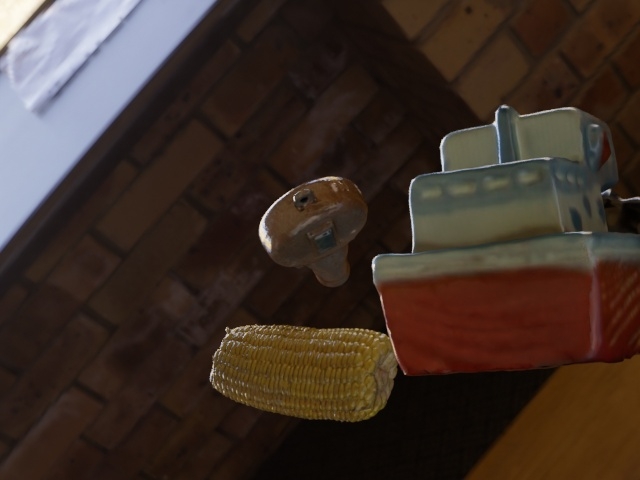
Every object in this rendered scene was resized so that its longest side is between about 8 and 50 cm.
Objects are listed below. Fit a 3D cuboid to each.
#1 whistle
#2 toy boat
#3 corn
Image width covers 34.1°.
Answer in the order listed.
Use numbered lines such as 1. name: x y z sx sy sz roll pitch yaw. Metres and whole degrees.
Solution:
1. whistle: 0.000 0.000 1.032 0.107 0.220 0.057 -28 69 -4
2. toy boat: 0.152 0.000 0.614 0.145 0.332 0.133 -9 84 30
3. corn: -0.016 0.111 0.904 0.165 0.063 0.085 4 75 30
